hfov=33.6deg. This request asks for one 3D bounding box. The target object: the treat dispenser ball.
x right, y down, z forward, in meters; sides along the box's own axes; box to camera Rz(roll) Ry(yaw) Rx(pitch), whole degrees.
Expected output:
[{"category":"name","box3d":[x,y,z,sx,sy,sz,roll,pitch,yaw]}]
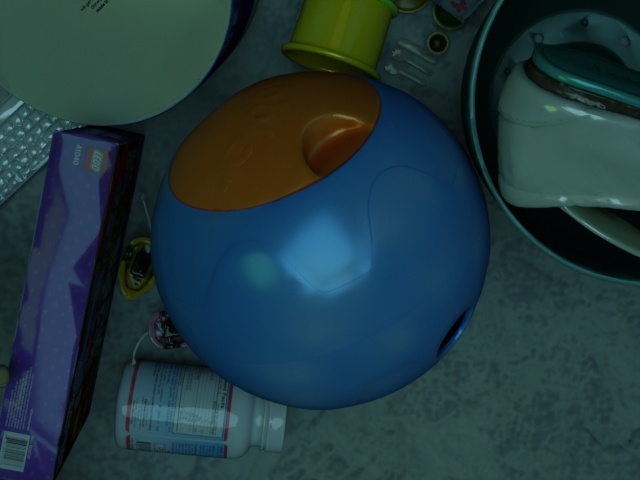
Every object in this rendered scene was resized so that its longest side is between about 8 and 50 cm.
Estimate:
[{"category":"treat dispenser ball","box3d":[0.000,0.000,0.909,0.288,0.288,0.288,0,97,-2]}]

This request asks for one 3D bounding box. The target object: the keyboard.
[{"category":"keyboard","box3d":[-0.314,-0.080,1.026,0.256,0.014,0.072,-42,97,3]}]

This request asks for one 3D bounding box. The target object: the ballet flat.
[{"category":"ballet flat","box3d":[0.316,-0.031,0.772,0.400,0.139,0.139,15,97,0]}]

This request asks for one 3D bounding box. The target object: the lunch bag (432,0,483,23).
[{"category":"lunch bag","box3d":[0.130,-0.259,0.992,0.071,0.053,0.083,35,57,-6]}]

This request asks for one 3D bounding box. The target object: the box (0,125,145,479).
[{"category":"box","box3d":[-0.221,0.045,0.951,0.057,0.201,0.293,12,97,-5]}]

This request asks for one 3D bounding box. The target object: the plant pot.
[{"category":"plant pot","box3d":[0.255,-0.124,0.927,0.293,0.235,0.293,0,98,-2]}]

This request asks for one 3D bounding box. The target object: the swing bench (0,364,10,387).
[{"category":"swing bench","box3d":[-0.413,0.039,0.870,0.254,0.253,0.165,-16,112,-17]}]

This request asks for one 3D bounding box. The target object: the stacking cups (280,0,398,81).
[{"category":"stacking cups","box3d":[0.059,-0.303,0.953,0.096,0.096,0.316,19,89,-4]}]

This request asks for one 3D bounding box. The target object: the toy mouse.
[{"category":"toy mouse","box3d":[-0.128,0.052,1.029,0.143,0.031,0.161,17,80,-12]}]

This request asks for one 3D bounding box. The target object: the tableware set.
[{"category":"tableware set","box3d":[0.061,-0.223,1.015,0.154,0.024,0.104,28,95,-5]}]

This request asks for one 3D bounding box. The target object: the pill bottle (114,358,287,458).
[{"category":"pill bottle","box3d":[-0.114,0.165,1.028,0.160,0.087,0.087,6,97,-3]}]

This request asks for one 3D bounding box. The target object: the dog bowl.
[{"category":"dog bowl","box3d":[-0.187,-0.236,0.906,0.264,0.104,0.265,5,118,9]}]
